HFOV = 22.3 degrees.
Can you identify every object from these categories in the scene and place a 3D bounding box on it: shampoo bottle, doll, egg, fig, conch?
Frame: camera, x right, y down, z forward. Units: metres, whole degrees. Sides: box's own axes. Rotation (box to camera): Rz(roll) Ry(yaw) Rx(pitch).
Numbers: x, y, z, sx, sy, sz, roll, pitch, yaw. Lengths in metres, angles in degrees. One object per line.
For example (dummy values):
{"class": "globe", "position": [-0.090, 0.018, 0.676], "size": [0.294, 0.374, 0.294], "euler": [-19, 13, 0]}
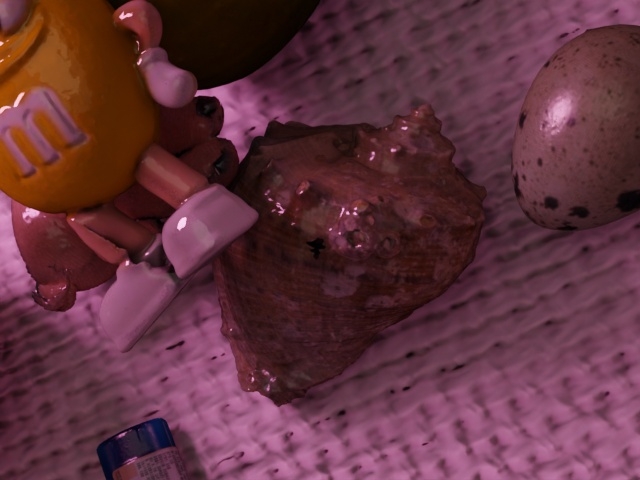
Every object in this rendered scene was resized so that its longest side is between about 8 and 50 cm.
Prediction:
{"class": "shampoo bottle", "position": [-0.174, 0.288, 1.735], "size": [0.087, 0.050, 0.183], "euler": [-26, 70, 9]}
{"class": "doll", "position": [-0.197, -0.049, 1.758], "size": [0.303, 0.156, 0.201], "euler": [-23, 66, 26]}
{"class": "egg", "position": [0.281, -0.107, 1.611], "size": [0.177, 0.177, 0.228], "euler": [43, 105, 23]}
{"class": "fig", "position": [-0.117, -0.323, 1.737], "size": [0.316, 0.316, 0.316], "euler": [-4, 76, 18]}
{"class": "doll", "position": [-0.252, -0.093, 1.619], "size": [0.423, 0.161, 0.348], "euler": [25, 106, 14]}
{"class": "conch", "position": [-0.008, -0.008, 1.678], "size": [0.352, 0.210, 0.297], "euler": [-50, 53, 0]}
